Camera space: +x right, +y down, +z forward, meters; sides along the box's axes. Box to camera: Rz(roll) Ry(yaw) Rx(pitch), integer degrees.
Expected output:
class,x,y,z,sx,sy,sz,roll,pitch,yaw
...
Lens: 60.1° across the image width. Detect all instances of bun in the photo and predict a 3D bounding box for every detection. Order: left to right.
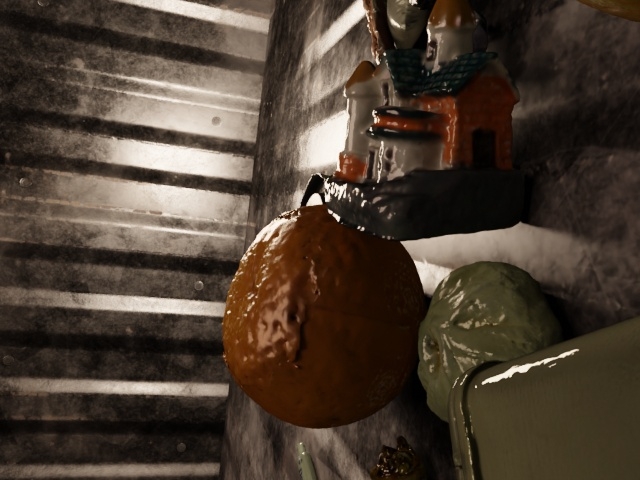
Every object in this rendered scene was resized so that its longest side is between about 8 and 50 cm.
class,x,y,z,sx,sy,sz,roll,pitch,yaw
bun,0.175,0.118,0.618,0.195,0.118,0.196,-171,90,-76

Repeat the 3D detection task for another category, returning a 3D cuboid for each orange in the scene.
class,x,y,z,sx,sy,sz,roll,pitch,yaw
orange,0.012,0.120,0.870,0.340,0.293,0.341,-45,33,40

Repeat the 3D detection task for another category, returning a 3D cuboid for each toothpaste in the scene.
class,x,y,z,sx,sy,sz,roll,pitch,yaw
toothpaste,-0.018,0.568,1.261,0.255,0.037,0.067,-116,35,-55

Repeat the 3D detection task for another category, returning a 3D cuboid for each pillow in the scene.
class,x,y,z,sx,sy,sz,roll,pitch,yaw
pillow,0.119,-0.383,1.033,0.126,0.043,0.233,44,-144,-51
pillow,0.156,-0.457,0.958,0.144,0.078,0.254,58,-144,-85

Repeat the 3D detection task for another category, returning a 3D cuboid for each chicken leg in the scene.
class,x,y,z,sx,sy,sz,roll,pitch,yaw
chicken leg,0.112,0.353,0.855,0.178,0.070,0.093,108,169,-64

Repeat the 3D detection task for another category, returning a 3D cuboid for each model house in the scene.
class,x,y,z,sx,sy,sz,roll,pitch,yaw
model house,0.121,-0.169,0.712,0.271,0.190,0.301,-138,49,-70

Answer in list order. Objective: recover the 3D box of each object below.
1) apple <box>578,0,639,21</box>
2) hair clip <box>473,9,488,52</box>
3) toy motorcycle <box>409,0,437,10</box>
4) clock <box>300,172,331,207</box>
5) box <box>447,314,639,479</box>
class,x,y,z,sx,sy,sz,roll,pitch,yaw
apple,0.235,-0.255,0.314,0.264,0.264,0.265,-174,90,-74
hair clip,0.195,-0.244,0.815,0.195,0.052,0.124,106,151,-46
toy motorcycle,0.208,-0.428,0.680,0.401,0.134,0.207,-142,54,-73
clock,0.000,0.000,1.342,0.325,0.067,0.325,-174,90,-74
box,0.237,0.204,0.274,0.344,0.177,0.352,127,146,-58
